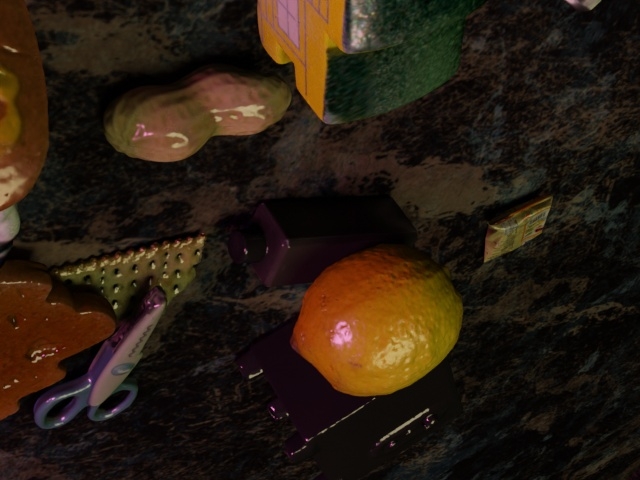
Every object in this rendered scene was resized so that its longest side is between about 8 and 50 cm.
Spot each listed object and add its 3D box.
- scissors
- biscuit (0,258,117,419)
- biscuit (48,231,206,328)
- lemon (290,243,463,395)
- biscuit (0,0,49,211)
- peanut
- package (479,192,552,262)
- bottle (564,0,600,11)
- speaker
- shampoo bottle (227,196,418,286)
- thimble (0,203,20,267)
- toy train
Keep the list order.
[{"bbox_3d":[-0.253,0.148,1.287,0.138,0.041,0.289,2,140,-38],"label":"scissors"},{"bbox_3d":[-0.389,0.127,1.156,0.278,0.043,0.301,12,128,-42],"label":"biscuit"},{"bbox_3d":[-0.236,0.061,1.228,0.203,0.016,0.144,-13,142,-26],"label":"biscuit"},{"bbox_3d":[0.070,0.094,1.241,0.193,0.180,0.180,-33,152,-37],"label":"lemon"},{"bbox_3d":[-0.337,-0.125,0.726,0.277,0.262,0.052,-17,-172,-23],"label":"biscuit"},{"bbox_3d":[-0.119,-0.126,1.026,0.187,0.082,0.082,-20,145,-18],"label":"peanut"},{"bbox_3d":[0.288,-0.018,1.550,0.108,0.031,0.120,-24,151,-12],"label":"package"},{"bbox_3d":[0.339,-0.362,1.115,0.096,0.079,0.253,39,111,-15],"label":"bottle"},{"bbox_3d":[0.047,0.211,1.506,0.254,0.184,0.232,-31,147,-6],"label":"speaker"},{"bbox_3d":[0.000,0.000,1.289,0.246,0.080,0.079,-4,136,-37],"label":"shampoo bottle"},{"bbox_3d":[-0.381,-0.033,0.867,0.237,0.150,0.237,-22,146,-15],"label":"thimble"},{"bbox_3d":[0.012,-0.290,0.756,0.179,0.272,0.442,-25,146,-18],"label":"toy train"}]
